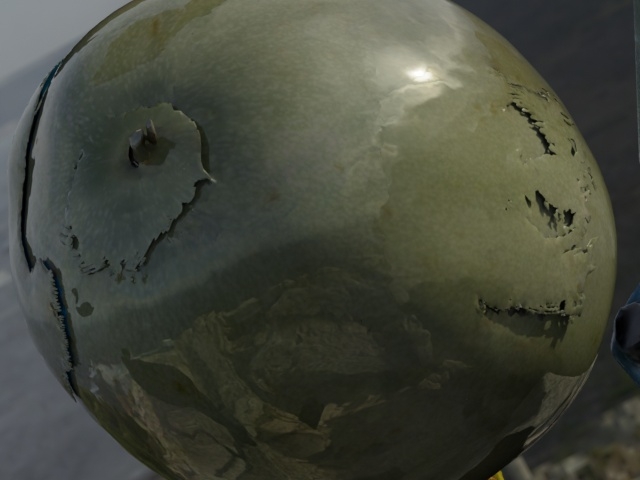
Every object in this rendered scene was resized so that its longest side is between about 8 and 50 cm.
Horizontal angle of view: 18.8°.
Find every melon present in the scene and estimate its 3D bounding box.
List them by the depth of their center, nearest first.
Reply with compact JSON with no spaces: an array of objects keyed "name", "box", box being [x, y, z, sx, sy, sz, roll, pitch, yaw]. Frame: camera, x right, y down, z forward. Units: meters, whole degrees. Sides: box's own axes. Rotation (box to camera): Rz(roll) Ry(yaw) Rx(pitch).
[{"name":"melon","box":[0.000,0.000,0.919,0.268,0.268,0.330,-24,-28,24]}]

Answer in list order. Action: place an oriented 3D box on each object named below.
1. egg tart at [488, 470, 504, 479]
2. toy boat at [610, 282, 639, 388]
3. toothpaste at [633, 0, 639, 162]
[{"name":"egg tart","box":[0.110,0.211,1.183,0.132,0.341,0.341,-54,10,-1]},{"name":"toy boat","box":[0.233,0.077,0.960,0.223,0.097,0.100,37,96,45]},{"name":"toothpaste","box":[0.245,-0.140,1.188,0.089,0.313,0.071,34,67,30]}]
